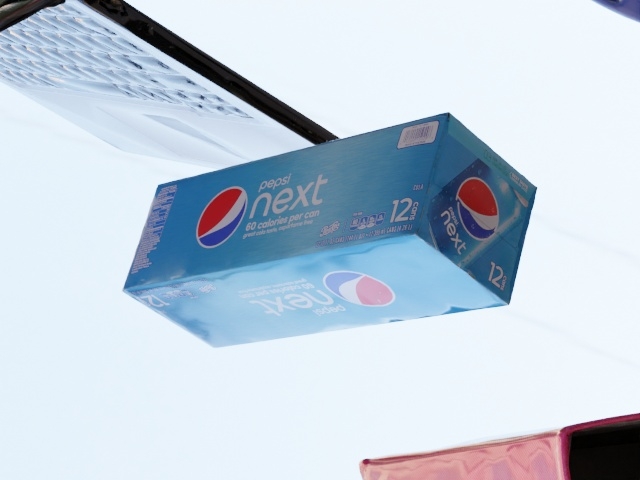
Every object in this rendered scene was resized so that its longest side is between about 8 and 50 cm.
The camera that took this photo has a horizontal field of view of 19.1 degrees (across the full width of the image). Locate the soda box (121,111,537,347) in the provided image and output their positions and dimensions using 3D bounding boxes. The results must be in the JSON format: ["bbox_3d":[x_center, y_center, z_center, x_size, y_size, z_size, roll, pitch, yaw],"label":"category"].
[{"bbox_3d":[0.000,0.000,0.936,0.210,0.067,0.071,-10,144,45],"label":"soda box"}]

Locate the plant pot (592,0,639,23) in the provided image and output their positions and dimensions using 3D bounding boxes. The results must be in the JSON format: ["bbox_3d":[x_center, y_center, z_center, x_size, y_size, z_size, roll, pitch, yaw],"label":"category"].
[{"bbox_3d":[0.250,-0.329,1.656,0.212,0.236,0.236,6,-152,-21],"label":"plant pot"}]

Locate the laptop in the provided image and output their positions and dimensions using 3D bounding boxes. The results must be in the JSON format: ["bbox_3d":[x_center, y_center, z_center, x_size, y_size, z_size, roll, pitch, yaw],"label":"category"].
[{"bbox_3d":[-0.237,-0.039,1.158,0.408,0.236,0.382,30,171,-32],"label":"laptop"}]

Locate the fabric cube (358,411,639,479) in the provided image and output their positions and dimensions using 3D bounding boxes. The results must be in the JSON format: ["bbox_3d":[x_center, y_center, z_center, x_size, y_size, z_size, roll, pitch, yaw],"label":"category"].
[{"bbox_3d":[0.205,0.245,1.243,0.254,0.259,0.258,-2,171,-27],"label":"fabric cube"}]
